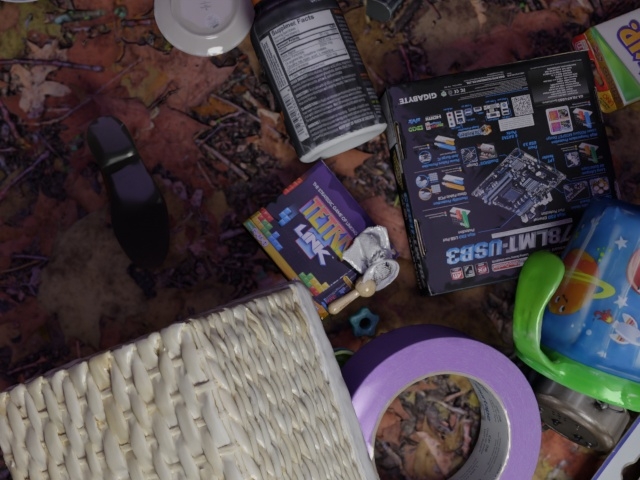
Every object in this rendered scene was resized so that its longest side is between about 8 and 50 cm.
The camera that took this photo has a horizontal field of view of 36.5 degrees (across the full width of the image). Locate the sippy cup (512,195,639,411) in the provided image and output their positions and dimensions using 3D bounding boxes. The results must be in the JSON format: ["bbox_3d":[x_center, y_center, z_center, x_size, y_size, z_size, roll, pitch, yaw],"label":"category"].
[{"bbox_3d":[0.386,0.070,1.215,0.240,0.305,0.224,21,101,20],"label":"sippy cup"}]

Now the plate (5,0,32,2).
[{"bbox_3d":[-0.413,-0.414,1.328,0.188,0.024,0.188,0,85,-6],"label":"plate"}]

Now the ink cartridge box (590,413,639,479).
[{"bbox_3d":[0.509,0.393,1.318,0.330,0.071,0.324,40,83,3],"label":"ink cartridge box"}]

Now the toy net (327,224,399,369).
[{"bbox_3d":[0.068,0.098,1.281,0.122,0.045,0.232,13,97,-20],"label":"toy net"}]

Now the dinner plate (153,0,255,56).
[{"bbox_3d":[-0.161,-0.326,1.347,0.141,0.017,0.141,0,86,-5],"label":"dinner plate"}]

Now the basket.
[{"bbox_3d":[-0.147,0.258,1.113,0.328,0.266,0.331,-22,86,25],"label":"basket"}]

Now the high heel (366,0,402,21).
[{"bbox_3d":[0.037,-0.428,1.355,0.261,0.093,0.186,33,64,8],"label":"high heel"}]

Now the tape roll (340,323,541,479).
[{"bbox_3d":[0.142,0.250,1.253,0.275,0.090,0.274,-2,96,-15],"label":"tape roll"}]

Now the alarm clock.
[{"bbox_3d":[0.337,0.219,1.254,0.129,0.192,0.064,36,71,0],"label":"alarm clock"}]

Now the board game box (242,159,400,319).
[{"bbox_3d":[0.000,0.000,1.316,0.141,0.048,0.170,-40,90,-6],"label":"board game box"}]

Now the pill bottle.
[{"bbox_3d":[-0.013,-0.239,1.295,0.130,0.130,0.245,-21,87,-7],"label":"pill bottle"}]

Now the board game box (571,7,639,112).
[{"bbox_3d":[0.501,-0.285,1.395,0.259,0.039,0.124,-23,87,-4],"label":"board game box"}]

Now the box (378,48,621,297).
[{"bbox_3d":[0.253,-0.092,1.335,0.296,0.073,0.293,-12,87,-6],"label":"box"}]

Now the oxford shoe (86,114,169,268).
[{"bbox_3d":[-0.251,-0.067,1.294,0.076,0.076,0.212,-17,103,-8],"label":"oxford shoe"}]
